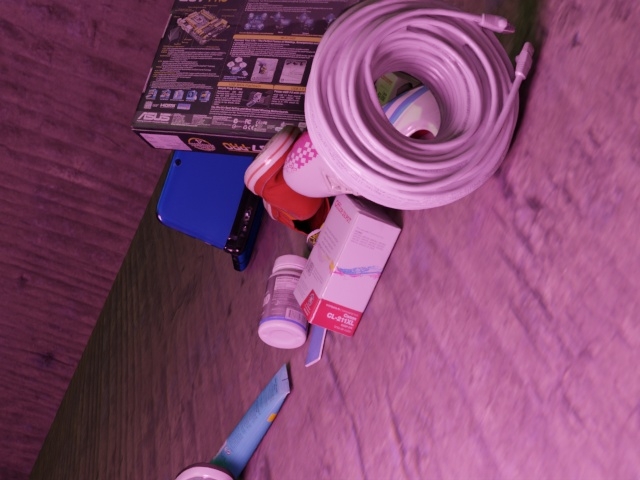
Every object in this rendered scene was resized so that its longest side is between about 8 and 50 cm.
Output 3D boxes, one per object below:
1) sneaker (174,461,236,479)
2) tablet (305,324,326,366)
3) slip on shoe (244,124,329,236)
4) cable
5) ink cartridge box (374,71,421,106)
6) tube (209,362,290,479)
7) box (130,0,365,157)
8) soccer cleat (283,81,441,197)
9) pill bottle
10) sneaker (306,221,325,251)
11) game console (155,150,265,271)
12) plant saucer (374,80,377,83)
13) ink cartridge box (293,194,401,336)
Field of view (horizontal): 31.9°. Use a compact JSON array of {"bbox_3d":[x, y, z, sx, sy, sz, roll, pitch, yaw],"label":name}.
[{"bbox_3d":[-0.220,0.490,1.760,0.178,0.124,0.295,-81,12,-47],"label":"sneaker"},{"bbox_3d":[-0.003,0.148,1.705,0.054,0.006,0.083,-38,36,59],"label":"tablet"},{"bbox_3d":[-0.040,-0.087,1.753,0.123,0.101,0.331,-50,-14,-9],"label":"slip on shoe"},{"bbox_3d":[0.106,-0.164,1.311,0.089,0.257,0.257,144,143,-69],"label":"cable"},{"bbox_3d":[0.101,-0.186,1.690,0.135,0.056,0.099,-66,17,12],"label":"ink cartridge box"},{"bbox_3d":[-0.107,0.294,1.788,0.207,0.052,0.080,-57,25,20],"label":"tube"},{"bbox_3d":[-0.116,-0.307,2.010,0.097,0.395,0.318,45,-125,-59],"label":"box"},{"bbox_3d":[0.066,-0.106,1.502,0.331,0.116,0.143,-25,51,41],"label":"soccer cleat"},{"bbox_3d":[-0.052,0.096,1.790,0.078,0.078,0.137,-47,27,51],"label":"pill bottle"},{"bbox_3d":[0.000,0.000,1.823,0.083,0.031,0.035,-49,27,49],"label":"sneaker"},{"bbox_3d":[-0.190,-0.118,2.187,0.250,0.173,0.293,97,-170,-75],"label":"game console"},{"bbox_3d":[0.054,-0.204,1.781,0.200,0.037,0.200,-61,-9,-17],"label":"plant saucer"},{"bbox_3d":[0.036,0.031,1.606,0.175,0.072,0.127,-66,17,11],"label":"ink cartridge box"}]
